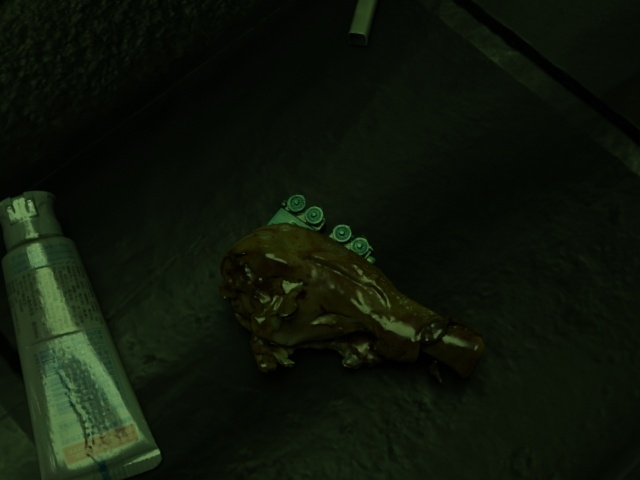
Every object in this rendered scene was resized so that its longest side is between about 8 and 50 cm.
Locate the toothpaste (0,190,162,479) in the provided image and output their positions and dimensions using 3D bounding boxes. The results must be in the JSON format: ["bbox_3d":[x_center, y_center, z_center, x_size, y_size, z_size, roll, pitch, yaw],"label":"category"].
[{"bbox_3d":[-0.196,0.075,0.818,0.089,0.057,0.234,-19,70,-5],"label":"toothpaste"}]

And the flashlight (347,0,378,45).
[{"bbox_3d":[0.042,-0.213,0.970,0.018,0.018,0.083,10,63,10],"label":"flashlight"}]

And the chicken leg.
[{"bbox_3d":[0.017,0.056,0.794,0.208,0.085,0.101,22,43,12],"label":"chicken leg"}]

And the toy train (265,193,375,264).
[{"bbox_3d":[0.000,0.000,0.857,0.092,0.029,0.045,35,77,18],"label":"toy train"}]
